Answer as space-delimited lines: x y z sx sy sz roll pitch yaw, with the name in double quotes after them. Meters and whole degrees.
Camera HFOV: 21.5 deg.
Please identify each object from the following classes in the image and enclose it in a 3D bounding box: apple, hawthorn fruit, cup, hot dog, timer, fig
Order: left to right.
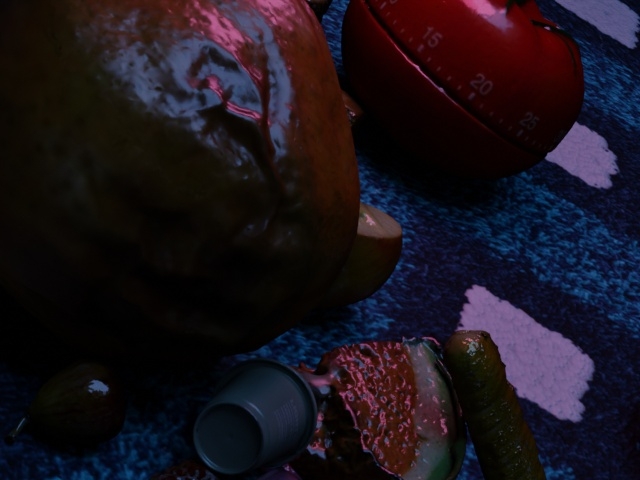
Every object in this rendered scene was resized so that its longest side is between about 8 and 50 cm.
-0.260 0.167 1.695 0.125 0.089 0.089 -9 49 -24 "fig"
-0.166 -0.083 1.791 0.472 0.472 0.471 24 33 -16 "hawthorn fruit"
-0.072 0.193 1.760 0.120 0.120 0.141 37 16 5 "cup"
0.000 0.000 2.072 0.195 0.160 0.173 31 35 -7 "apple"
0.208 -0.262 2.491 0.378 0.279 0.378 36 18 -14 "timer"
0.206 0.228 1.891 0.083 0.068 0.289 -69 142 -65 "hot dog"

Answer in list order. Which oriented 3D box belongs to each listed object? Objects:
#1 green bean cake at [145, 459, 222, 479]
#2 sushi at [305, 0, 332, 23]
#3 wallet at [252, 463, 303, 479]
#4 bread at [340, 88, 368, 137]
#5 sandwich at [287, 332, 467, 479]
-0.127 0.288 1.661 0.136 0.056 0.135 44 31 17 "green bean cake"
-0.141 -0.353 2.421 0.350 0.171 0.211 -4 49 -44 "sushi"
0.007 0.332 1.751 0.232 0.025 0.119 45 33 18 "wallet"
0.015 -0.176 2.418 0.083 0.076 0.070 39 20 8 "bread"
0.062 0.219 1.888 0.212 0.109 0.292 10 35 -22 "sandwich"
